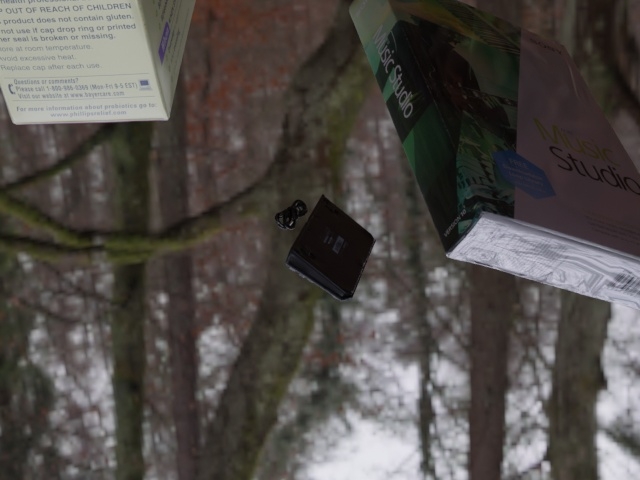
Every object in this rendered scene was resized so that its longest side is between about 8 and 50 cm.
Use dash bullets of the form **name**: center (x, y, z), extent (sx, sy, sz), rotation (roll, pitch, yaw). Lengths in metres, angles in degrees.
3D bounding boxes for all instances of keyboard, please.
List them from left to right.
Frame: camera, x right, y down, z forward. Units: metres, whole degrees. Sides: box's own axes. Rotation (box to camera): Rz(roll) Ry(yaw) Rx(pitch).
- **keyboard**: center (0.000, 0.000, 1.304), extent (0.108, 0.023, 0.180), rotation (39, -159, -5)

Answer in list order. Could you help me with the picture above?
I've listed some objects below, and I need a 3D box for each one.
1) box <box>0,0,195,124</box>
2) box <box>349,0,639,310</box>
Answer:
- **box**: center (-0.166, -0.239, 0.865), extent (0.117, 0.243, 0.213), rotation (-1, -133, 7)
- **box**: center (0.165, -0.089, 1.072), extent (0.232, 0.058, 0.322), rotation (15, -143, -31)
